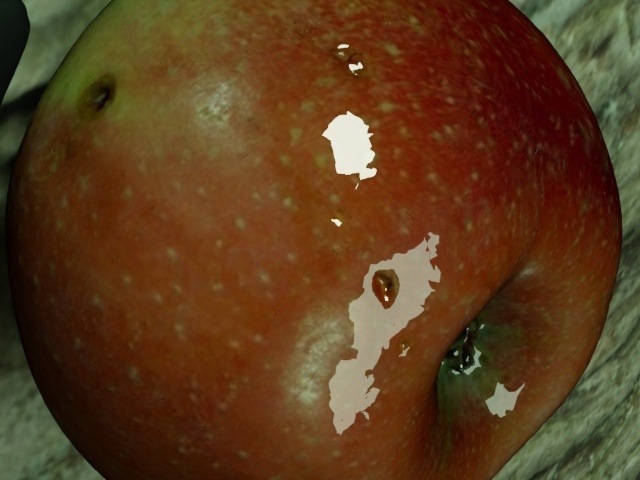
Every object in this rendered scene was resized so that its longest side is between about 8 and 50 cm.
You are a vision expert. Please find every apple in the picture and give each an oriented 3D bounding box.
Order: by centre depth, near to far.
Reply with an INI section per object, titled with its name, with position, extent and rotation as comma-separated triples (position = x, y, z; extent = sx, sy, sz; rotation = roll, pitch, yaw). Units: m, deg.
[apple]
position = 0.000, 0.000, 0.874
extent = 0.348, 0.277, 0.348
rotation = -31, 138, -32

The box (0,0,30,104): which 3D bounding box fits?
[box]
position = -0.242, 0.025, 0.658
extent = 0.289, 0.073, 0.290
rotation = -60, 176, 23
